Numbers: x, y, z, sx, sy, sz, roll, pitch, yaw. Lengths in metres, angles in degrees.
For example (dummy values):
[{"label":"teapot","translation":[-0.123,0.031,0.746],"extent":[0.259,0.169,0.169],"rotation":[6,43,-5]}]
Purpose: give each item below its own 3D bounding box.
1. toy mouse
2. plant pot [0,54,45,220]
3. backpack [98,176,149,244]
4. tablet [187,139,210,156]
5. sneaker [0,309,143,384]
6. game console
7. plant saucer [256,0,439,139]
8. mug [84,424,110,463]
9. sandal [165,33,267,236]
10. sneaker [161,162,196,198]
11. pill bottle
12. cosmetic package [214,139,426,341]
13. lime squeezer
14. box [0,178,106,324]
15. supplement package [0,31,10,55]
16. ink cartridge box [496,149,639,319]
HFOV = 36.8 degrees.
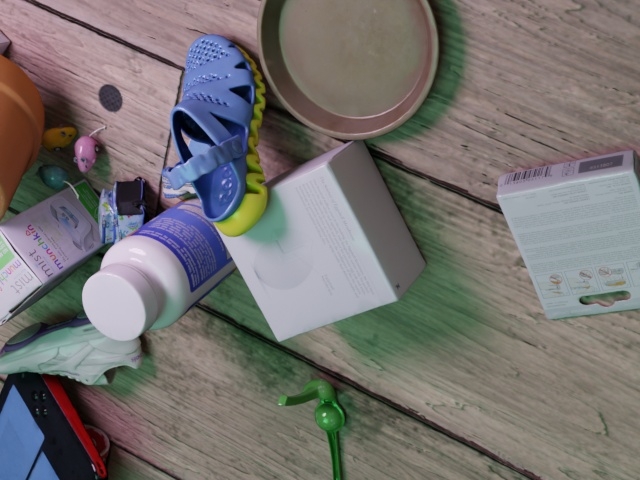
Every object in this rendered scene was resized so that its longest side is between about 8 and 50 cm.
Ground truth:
[{"label":"toy mouse","translation":[-0.427,-0.135,1.611],"extent":[0.160,0.031,0.143],"rotation":[-21,65,13]},{"label":"plant pot","translation":[-0.580,-0.136,1.490],"extent":[0.290,0.204,0.291],"rotation":[-7,140,-6]},{"label":"backpack","translation":[-0.328,-0.032,1.606],"extent":[0.084,0.105,0.114],"rotation":[-4,124,-10]},{"label":"tablet","translation":[-0.190,-0.143,1.548],"extent":[0.054,0.006,0.083],"rotation":[31,121,11]},{"label":"sneaker","translation":[-0.466,0.217,1.765],"extent":[0.305,0.114,0.152],"rotation":[-16,109,19]},{"label":"game console","translation":[-0.558,0.456,1.867],"extent":[0.342,0.060,0.387],"rotation":[51,124,35]},{"label":"plant saucer","translation":[0.039,-0.279,1.354],"extent":[0.277,0.041,0.278],"rotation":[11,116,23]},{"label":"mug","translation":[-0.470,0.467,1.898],"extent":[0.150,0.113,0.169],"rotation":[39,121,27]},{"label":"sandal","translation":[-0.157,-0.168,1.376],"extent":[0.126,0.138,0.318],"rotation":[-28,58,32]},{"label":"sneaker","translation":[-0.203,-0.105,1.538],"extent":[0.135,0.052,0.058],"rotation":[-9,103,29]},{"label":"pill bottle","translation":[-0.246,0.045,1.501],"extent":[0.152,0.272,0.152],"rotation":[10,116,22]},{"label":"cosmetic package","translation":[0.000,0.000,1.440],"extent":[0.224,0.138,0.224],"rotation":[-21,101,33]},{"label":"lime squeezer","translation":[0.006,0.300,1.601],"extent":[0.058,0.110,0.310],"rotation":[-10,139,13]},{"label":"box","translation":[-0.508,0.042,1.655],"extent":[0.262,0.231,0.127],"rotation":[-33,95,34]},{"label":"supplement package","translation":[-0.700,-0.283,1.635],"extent":[0.177,0.175,0.293],"rotation":[47,124,1]},{"label":"ink cartridge box","translation":[0.367,-0.003,1.322],"extent":[0.189,0.066,0.232],"rotation":[-10,128,29]}]
